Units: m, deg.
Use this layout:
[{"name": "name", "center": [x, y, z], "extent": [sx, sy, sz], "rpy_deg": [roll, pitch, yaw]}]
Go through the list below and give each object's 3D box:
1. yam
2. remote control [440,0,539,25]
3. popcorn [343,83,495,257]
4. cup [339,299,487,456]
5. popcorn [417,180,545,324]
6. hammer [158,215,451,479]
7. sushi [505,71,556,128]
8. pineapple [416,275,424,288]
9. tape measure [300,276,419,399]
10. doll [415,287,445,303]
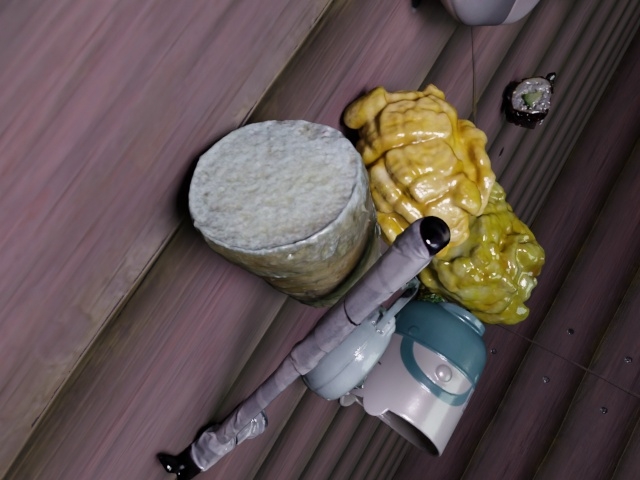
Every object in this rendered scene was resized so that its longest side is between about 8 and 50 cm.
[{"name": "yam", "center": [0.000, 0.000, 0.491], "extent": [0.133, 0.133, 0.330], "rpy_deg": [-59, 158, -8]}, {"name": "remote control", "center": [0.211, -0.357, 0.570], "extent": [0.332, 0.104, 0.221], "rpy_deg": [-29, 132, -48]}, {"name": "popcorn", "center": [0.106, -0.087, 0.560], "extent": [0.194, 0.140, 0.163], "rpy_deg": [-94, 171, -50]}, {"name": "cup", "center": [0.180, 0.264, 1.034], "extent": [0.257, 0.219, 0.290], "rpy_deg": [-54, -176, -19]}, {"name": "popcorn", "center": [0.327, 0.022, 1.033], "extent": [0.242, 0.235, 0.250], "rpy_deg": [44, 61, -46]}, {"name": "hammer", "center": [-0.024, 0.119, 0.497], "extent": [0.152, 0.044, 0.427], "rpy_deg": [-19, 154, -54]}, {"name": "sushi", "center": [0.438, -0.295, 1.081], "extent": [0.084, 0.094, 0.098], "rpy_deg": [35, 67, -69]}, {"name": "pineapple", "center": [0.219, 0.086, 1.125], "extent": [0.045, 0.019, 0.083], "rpy_deg": [-62, 152, 5]}, {"name": "tape measure", "center": [0.060, 0.134, 0.661], "extent": [0.164, 0.084, 0.330], "rpy_deg": [-53, -179, -18]}, {"name": "doll", "center": [0.266, 0.123, 1.184], "extent": [0.113, 0.077, 0.078], "rpy_deg": [-60, 146, -7]}]
